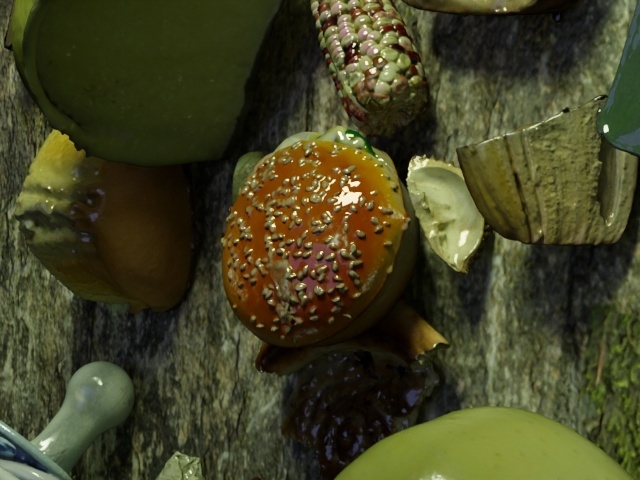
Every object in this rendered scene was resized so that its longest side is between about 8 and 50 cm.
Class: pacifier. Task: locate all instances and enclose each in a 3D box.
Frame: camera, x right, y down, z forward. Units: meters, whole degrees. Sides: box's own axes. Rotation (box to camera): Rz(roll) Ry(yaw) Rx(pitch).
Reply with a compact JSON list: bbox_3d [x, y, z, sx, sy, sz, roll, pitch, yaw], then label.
[{"bbox_3d":[-0.305,0.250,1.796,0.244,0.299,0.233,17,63,37],"label":"pacifier"}]

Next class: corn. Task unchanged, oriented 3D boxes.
[{"bbox_3d":[0.037,-0.232,1.518,0.092,0.092,0.281,-42,53,38],"label":"corn"}]

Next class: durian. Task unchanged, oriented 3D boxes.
[{"bbox_3d":[0.128,-0.030,1.418,0.052,0.066,0.130,-36,72,41],"label":"durian"}]

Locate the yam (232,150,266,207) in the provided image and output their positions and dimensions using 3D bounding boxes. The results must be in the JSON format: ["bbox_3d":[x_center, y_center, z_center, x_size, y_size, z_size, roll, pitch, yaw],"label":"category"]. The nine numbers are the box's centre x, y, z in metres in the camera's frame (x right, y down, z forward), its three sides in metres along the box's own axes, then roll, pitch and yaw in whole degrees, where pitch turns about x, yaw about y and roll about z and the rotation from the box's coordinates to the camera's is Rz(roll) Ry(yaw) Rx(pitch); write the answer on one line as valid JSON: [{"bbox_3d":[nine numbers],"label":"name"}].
[{"bbox_3d":[-0.061,-0.037,1.622,0.146,0.069,0.070,52,124,34],"label":"yam"}]

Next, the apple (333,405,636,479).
[{"bbox_3d":[0.136,0.322,1.192,0.357,0.357,0.357,-3,85,48],"label":"apple"}]

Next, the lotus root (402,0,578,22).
[{"bbox_3d":[0.188,-0.289,1.362,0.170,0.074,0.261,50,124,34],"label":"lotus root"}]

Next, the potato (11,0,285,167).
[{"bbox_3d":[-0.206,-0.263,1.612,0.213,0.280,0.330,-115,33,-41],"label":"potato"}]

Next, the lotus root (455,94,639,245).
[{"bbox_3d":[0.205,-0.059,1.324,0.159,0.095,0.135,-7,93,8],"label":"lotus root"}]

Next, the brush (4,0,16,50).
[{"bbox_3d":[-0.365,-0.410,1.993,0.070,0.065,0.328,172,107,-67],"label":"brush"}]

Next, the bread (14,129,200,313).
[{"bbox_3d":[-0.248,-0.033,1.767,0.204,0.162,0.262,1,103,37],"label":"bread"}]

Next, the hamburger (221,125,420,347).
[{"bbox_3d":[-0.003,0.003,1.466,0.236,0.147,0.237,-26,45,30],"label":"hamburger"}]

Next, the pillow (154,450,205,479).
[{"bbox_3d":[-0.187,0.341,1.712,0.134,0.077,0.181,-89,24,-66],"label":"pillow"}]

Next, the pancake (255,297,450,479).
[{"bbox_3d":[0.023,0.130,1.529,0.212,0.056,0.257,54,125,35],"label":"pancake"}]

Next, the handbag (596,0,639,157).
[{"bbox_3d":[0.363,-0.158,1.156,0.260,0.079,0.248,28,109,44],"label":"handbag"}]

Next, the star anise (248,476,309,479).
[{"bbox_3d":[-0.069,0.357,1.572,0.190,0.125,0.220,50,120,33],"label":"star anise"}]
